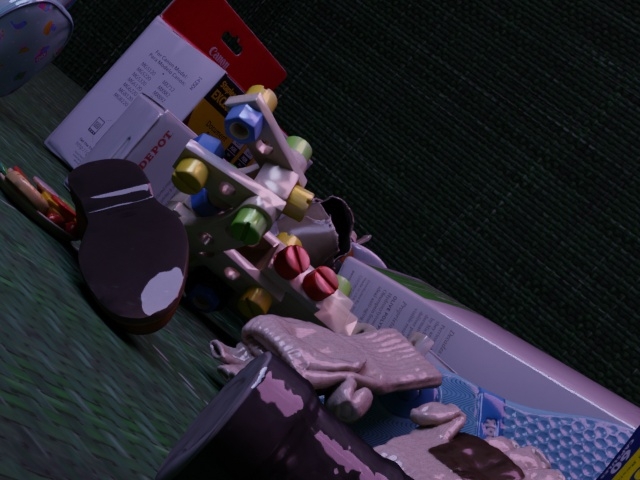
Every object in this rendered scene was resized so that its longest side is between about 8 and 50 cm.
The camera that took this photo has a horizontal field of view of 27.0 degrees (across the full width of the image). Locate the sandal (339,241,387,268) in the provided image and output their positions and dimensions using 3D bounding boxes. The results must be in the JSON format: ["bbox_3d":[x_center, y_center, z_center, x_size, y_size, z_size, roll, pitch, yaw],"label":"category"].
[{"bbox_3d":[-0.019,0.029,1.847,0.265,0.102,0.076,13,16,17],"label":"sandal"}]

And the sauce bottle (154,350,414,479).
[{"bbox_3d":[0.086,0.179,0.530,0.344,0.111,0.111,43,0,-6],"label":"sauce bottle"}]

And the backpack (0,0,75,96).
[{"bbox_3d":[-0.342,-0.255,1.405,0.144,0.188,0.166,42,-1,19],"label":"backpack"}]

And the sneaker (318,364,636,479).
[{"bbox_3d":[0.120,0.219,1.153,0.319,0.127,0.208,18,-36,3],"label":"sneaker"}]

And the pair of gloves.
[{"bbox_3d":[0.045,0.125,0.979,0.204,0.042,0.240,4,28,-37],"label":"pair of gloves"}]

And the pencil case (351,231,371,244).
[{"bbox_3d":[-0.125,-0.061,2.155,0.410,0.183,0.160,41,-17,-4],"label":"pencil case"}]

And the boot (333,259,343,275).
[{"bbox_3d":[-0.062,0.026,1.792,0.198,0.137,0.077,41,0,16],"label":"boot"}]

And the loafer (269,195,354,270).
[{"bbox_3d":[0.000,0.000,1.456,0.251,0.087,0.094,-50,123,-79],"label":"loafer"}]

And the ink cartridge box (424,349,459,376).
[{"bbox_3d":[0.081,0.164,1.269,0.052,0.122,0.088,41,1,-36],"label":"ink cartridge box"}]

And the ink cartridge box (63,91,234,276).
[{"bbox_3d":[-0.154,-0.048,1.369,0.175,0.127,0.072,42,-1,-36],"label":"ink cartridge box"}]

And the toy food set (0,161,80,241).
[{"bbox_3d":[-0.215,-0.030,1.026,0.083,0.020,0.082,41,0,-30],"label":"toy food set"}]

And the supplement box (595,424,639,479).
[{"bbox_3d":[0.251,0.268,0.862,0.195,0.194,0.356,42,0,3],"label":"supplement box"}]

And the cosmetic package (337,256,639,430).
[{"bbox_3d":[0.174,0.175,1.415,0.366,0.155,0.197,29,5,29],"label":"cosmetic package"}]

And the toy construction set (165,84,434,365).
[{"bbox_3d":[-0.023,0.030,1.235,0.327,0.151,0.215,52,-45,-5],"label":"toy construction set"}]

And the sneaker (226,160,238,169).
[{"bbox_3d":[-0.064,0.020,1.585,0.134,0.146,0.343,42,-1,43],"label":"sneaker"}]

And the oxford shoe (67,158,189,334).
[{"bbox_3d":[-0.134,0.016,0.948,0.212,0.076,0.076,-118,-158,-60],"label":"oxford shoe"}]

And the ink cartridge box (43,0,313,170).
[{"bbox_3d":[-0.141,-0.133,1.636,0.130,0.272,0.309,42,1,24],"label":"ink cartridge box"}]
